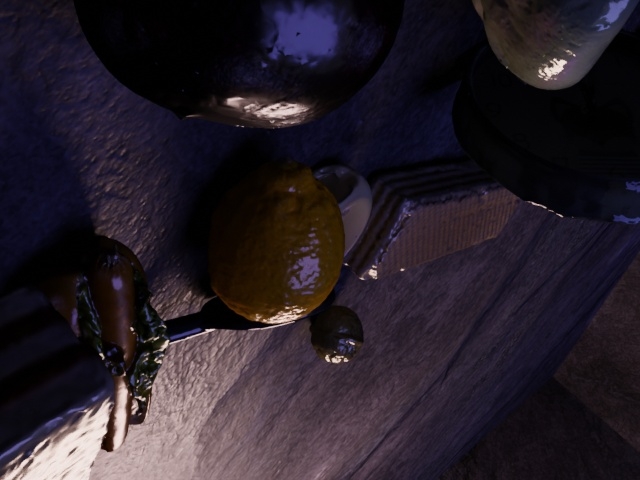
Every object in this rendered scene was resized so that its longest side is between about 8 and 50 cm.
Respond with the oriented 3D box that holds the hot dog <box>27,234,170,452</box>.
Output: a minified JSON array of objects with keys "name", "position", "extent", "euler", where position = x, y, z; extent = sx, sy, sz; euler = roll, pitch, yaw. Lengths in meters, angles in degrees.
[{"name":"hot dog","position":[-0.212,0.119,0.976],"extent":[0.135,0.100,0.337],"euler":[-34,155,-31]}]

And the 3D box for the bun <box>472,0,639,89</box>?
[{"name":"bun","position":[0.245,-0.299,1.045],"extent":[0.283,0.179,0.283],"euler":[-61,179,-2]}]

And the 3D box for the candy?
[{"name":"candy","position":[-0.294,0.194,0.855],"extent":[0.179,0.135,0.320],"euler":[-33,162,-39]}]

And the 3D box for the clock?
[{"name":"clock","position":[0.323,-0.152,1.234],"extent":[0.325,0.325,0.067],"euler":[-34,148,-32]}]

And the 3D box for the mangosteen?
[{"name":"mangosteen","position":[-0.045,-0.195,0.653],"extent":[0.211,0.211,0.250],"euler":[18,82,-67]}]

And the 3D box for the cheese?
[{"name":"cheese","position":[0.000,0.000,1.230],"extent":[0.137,0.064,0.227],"euler":[-37,158,-22]}]

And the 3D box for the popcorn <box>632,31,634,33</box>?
[{"name":"popcorn","position":[0.545,-0.324,1.722],"extent":[0.084,0.084,0.084],"euler":[-40,157,-20]}]

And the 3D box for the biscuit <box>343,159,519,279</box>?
[{"name":"biscuit","position":[0.178,-0.046,1.469],"extent":[0.426,0.078,0.144],"euler":[-14,140,-56]}]

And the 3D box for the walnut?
[{"name":"walnut","position":[0.024,0.136,1.487],"extent":[0.092,0.092,0.092],"euler":[-40,157,-20]}]

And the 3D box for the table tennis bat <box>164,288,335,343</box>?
[{"name":"table tennis bat","position":[-0.095,0.079,1.134],"extent":[0.236,0.150,0.027],"euler":[-15,104,-26]}]

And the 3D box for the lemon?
[{"name":"lemon","position":[-0.044,-0.001,1.038],"extent":[0.142,0.142,0.187],"euler":[-25,135,-46]}]
